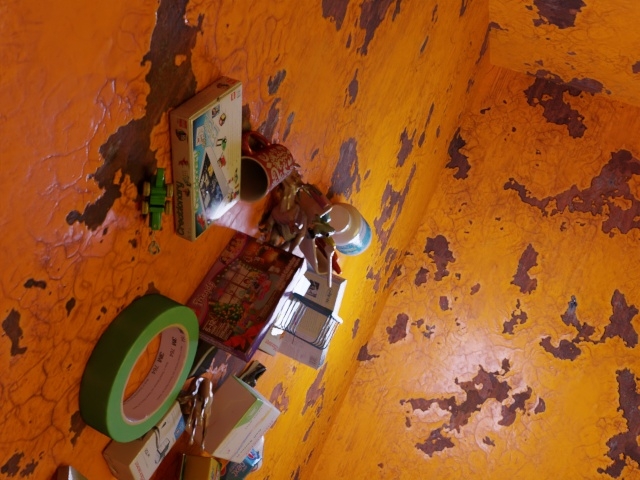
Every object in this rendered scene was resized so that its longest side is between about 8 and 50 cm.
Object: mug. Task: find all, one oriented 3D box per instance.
[{"bbox_3d":[-0.134,-0.185,1.723,0.169,0.113,0.150,-42,151,-59],"label":"mug"}]

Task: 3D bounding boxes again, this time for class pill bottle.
[{"bbox_3d":[-0.242,0.683,2.395,0.108,0.107,0.180,-48,153,-47],"label":"pill bottle"},{"bbox_3d":[0.082,-0.042,2.429,0.146,0.146,0.264,-66,161,-6],"label":"pill bottle"}]

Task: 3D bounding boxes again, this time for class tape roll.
[{"bbox_3d":[-0.389,0.279,1.576,0.321,0.077,0.321,-55,158,-34],"label":"tape roll"}]

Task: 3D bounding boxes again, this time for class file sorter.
[{"bbox_3d":[-0.027,0.222,1.936,0.105,0.118,0.170,-61,164,-7],"label":"file sorter"}]

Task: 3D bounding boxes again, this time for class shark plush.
[{"bbox_3d":[-0.001,-0.030,1.919,0.161,0.067,0.073,22,90,-84],"label":"shark plush"}]

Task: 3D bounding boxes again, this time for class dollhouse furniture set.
[{"bbox_3d":[-0.565,0.557,1.474,0.144,0.123,0.151,82,0,-57],"label":"dollhouse furniture set"}]

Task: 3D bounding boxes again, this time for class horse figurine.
[{"bbox_3d":[-0.311,0.419,1.830,0.263,0.066,0.175,96,-2,-52],"label":"horse figurine"}]

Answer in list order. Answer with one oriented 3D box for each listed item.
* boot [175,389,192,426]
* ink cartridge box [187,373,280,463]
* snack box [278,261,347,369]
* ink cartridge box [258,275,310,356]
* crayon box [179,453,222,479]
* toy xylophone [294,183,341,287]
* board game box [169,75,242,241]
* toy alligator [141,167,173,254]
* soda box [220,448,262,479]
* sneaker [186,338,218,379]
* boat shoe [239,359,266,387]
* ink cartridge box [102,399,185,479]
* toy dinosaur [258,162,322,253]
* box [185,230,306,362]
[{"bbox_3d":[-0.363,0.440,1.901,0.106,0.037,0.114,-23,128,-68],"label":"boot"},{"bbox_3d":[-0.245,0.546,2.155,0.207,0.119,0.353,-50,159,-10],"label":"ink cartridge box"},{"bbox_3d":[-0.044,0.240,2.327,0.060,0.187,0.322,-31,139,-61],"label":"snack box"},{"bbox_3d":[-0.163,0.168,1.935,0.233,0.168,0.171,-64,163,-11],"label":"ink cartridge box"},{"bbox_3d":[-0.342,0.711,2.001,0.318,0.081,0.202,92,4,-70],"label":"crayon box"},{"bbox_3d":[0.000,0.000,2.163,0.081,0.236,0.323,-25,151,-15],"label":"toy xylophone"},{"bbox_3d":[-0.238,-0.171,1.528,0.193,0.053,0.306,-49,154,-46],"label":"board game box"},{"bbox_3d":[-0.325,-0.064,1.417,0.051,0.056,0.190,-115,-148,-56],"label":"toy alligator"},{"bbox_3d":[-0.282,0.755,2.316,0.210,0.071,0.067,-52,168,22],"label":"soda box"},{"bbox_3d":[-0.285,0.257,1.829,0.222,0.083,0.118,-49,166,-1],"label":"sneaker"},{"bbox_3d":[-0.223,0.442,2.266,0.152,0.049,0.056,-52,157,-38],"label":"boat shoe"},{"bbox_3d":[-0.416,0.475,1.715,0.191,0.082,0.140,-56,158,-36],"label":"ink cartridge box"},{"bbox_3d":[-0.078,-0.064,2.008,0.296,0.127,0.200,97,16,-53],"label":"toy dinosaur"},{"bbox_3d":[-0.191,0.132,1.768,0.293,0.200,0.057,-58,160,-28],"label":"box"}]
